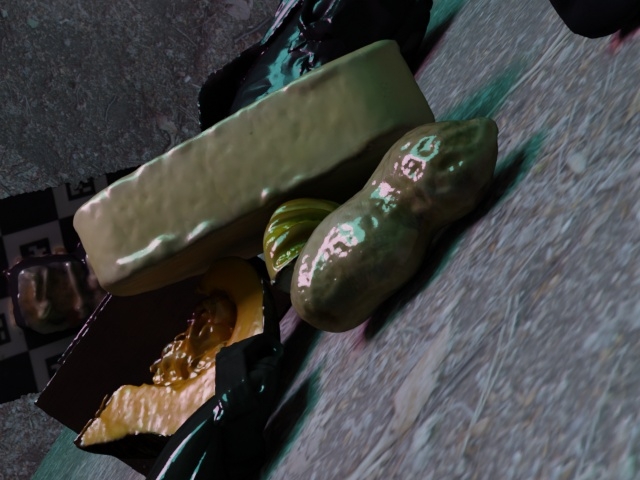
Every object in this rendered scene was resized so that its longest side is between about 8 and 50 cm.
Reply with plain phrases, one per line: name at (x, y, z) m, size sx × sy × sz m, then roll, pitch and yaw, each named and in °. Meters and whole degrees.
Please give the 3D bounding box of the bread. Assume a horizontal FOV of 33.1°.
bread at (0.000, 0.000, 1.013) m, size 0.083 × 0.094 × 0.157 m, roll -46°, pitch -33°, yaw 18°

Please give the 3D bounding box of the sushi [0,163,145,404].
sushi at (-0.297, 0.058, 1.534) m, size 0.373 × 0.296 × 0.100 m, roll -16°, pitch 18°, yaw -34°

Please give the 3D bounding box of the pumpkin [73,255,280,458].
pumpkin at (-0.113, 0.164, 1.103) m, size 0.278 × 0.111 × 0.163 m, roll -51°, pitch 35°, yaw 4°

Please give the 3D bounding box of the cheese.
cheese at (-0.044, -0.065, 1.183) m, size 0.384 × 0.104 × 0.384 m, roll -26°, pitch -6°, yaw -3°

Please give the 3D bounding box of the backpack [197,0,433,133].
backpack at (-0.034, -0.231, 1.671) m, size 0.445 × 0.255 × 0.363 m, roll -60°, pitch 4°, yaw -16°

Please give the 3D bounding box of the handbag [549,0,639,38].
handbag at (0.245, -0.327, 0.782) m, size 0.275 × 0.178 × 0.302 m, roll -41°, pitch 16°, yaw 54°

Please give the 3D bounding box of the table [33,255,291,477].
table at (-0.201, 0.114, 1.384) m, size 0.282 × 0.196 × 0.250 m, roll -54°, pitch 10°, yaw 2°

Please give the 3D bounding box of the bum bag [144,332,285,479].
bum bag at (-0.115, 0.222, 0.918) m, size 0.326 × 0.080 × 0.142 m, roll -61°, pitch 11°, yaw -18°

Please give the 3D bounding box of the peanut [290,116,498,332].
peanut at (0.061, -0.015, 0.871) m, size 0.228 × 0.086 × 0.104 m, roll -49°, pitch 19°, yaw 20°
